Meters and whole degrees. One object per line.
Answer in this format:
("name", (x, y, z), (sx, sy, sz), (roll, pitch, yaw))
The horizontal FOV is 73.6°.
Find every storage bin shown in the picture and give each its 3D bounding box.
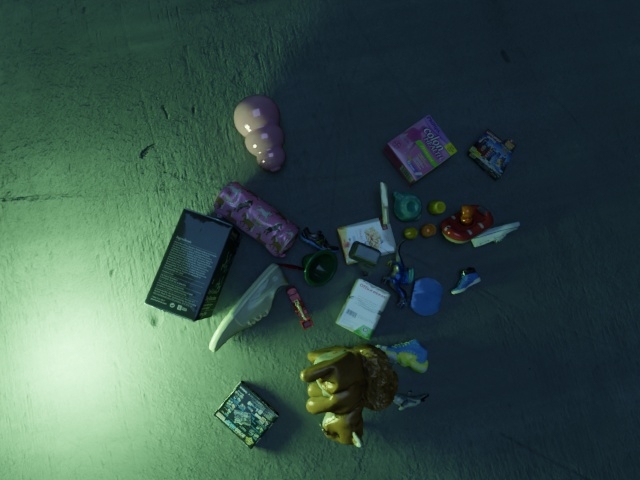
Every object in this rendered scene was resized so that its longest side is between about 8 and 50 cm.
("storage bin", (0.201, 0.053, 1.844), (0.135, 0.091, 0.098), (22, 86, -4))

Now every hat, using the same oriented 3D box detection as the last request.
("hat", (-0.056, 0.091, 1.906), (0.208, 0.183, 0.173), (19, 96, -43))

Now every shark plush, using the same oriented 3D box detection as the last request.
("shark plush", (0.390, 0.677, 1.840), (0.161, 0.073, 0.067), (-14, 53, 0))

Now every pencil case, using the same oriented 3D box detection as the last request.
("pencil case", (-0.273, -0.088, 1.856), (0.386, 0.160, 0.167), (35, 116, 1))

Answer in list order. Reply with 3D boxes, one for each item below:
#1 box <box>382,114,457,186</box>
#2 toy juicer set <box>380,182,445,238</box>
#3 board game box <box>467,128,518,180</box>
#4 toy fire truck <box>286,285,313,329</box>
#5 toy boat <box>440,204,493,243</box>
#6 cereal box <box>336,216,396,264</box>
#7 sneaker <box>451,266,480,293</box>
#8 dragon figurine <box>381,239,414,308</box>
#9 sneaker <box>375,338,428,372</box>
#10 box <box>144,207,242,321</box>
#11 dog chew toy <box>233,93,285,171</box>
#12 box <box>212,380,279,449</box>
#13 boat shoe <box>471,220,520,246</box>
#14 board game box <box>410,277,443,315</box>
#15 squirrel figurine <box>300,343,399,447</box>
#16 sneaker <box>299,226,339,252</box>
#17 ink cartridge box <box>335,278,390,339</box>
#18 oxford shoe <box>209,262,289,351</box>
("box", (0.450, -0.405, 1.948), (0.243, 0.117, 0.214), (-35, 85, -7))
("toy juicer set", (0.386, -0.117, 1.927), (0.329, 0.089, 0.209), (15, 91, -10))
("board game box", (0.814, -0.417, 1.995), (0.194, 0.060, 0.194), (42, 82, 3))
("toy fire truck", (-0.092, 0.282, 1.825), (0.047, 0.135, 0.192), (-26, 85, -6))
("toy boat", (0.640, -0.095, 1.881), (0.231, 0.151, 0.151), (-30, 46, -7))
("cereal box", (0.208, -0.001, 1.919), (0.240, 0.047, 0.173), (-15, 85, -4))
("sneaker", (0.634, 0.174, 1.910), (0.152, 0.058, 0.085), (-27, 90, -10))
("dragon figurine", (0.360, 0.149, 1.885), (0.144, 0.085, 0.289), (19, 86, -5))
("sneaker", (0.357, 0.477, 1.858), (0.240, 0.091, 0.126), (23, 64, 1))
("box", (-0.501, 0.106, 1.751), (0.212, 0.293, 0.396), (20, 83, 0))
("dog chew toy", (-0.251, -0.464, 1.889), (0.206, 0.206, 0.332), (-20, 91, -5))
("box", (-0.311, 0.731, 1.800), (0.220, 0.051, 0.175), (41, 83, 3))
("boat shoe", (0.793, -0.027, 1.943), (0.226, 0.083, 0.076), (-15, 94, 8))
("board game box", (0.470, 0.250, 1.909), (0.133, 0.033, 0.169), (12, 87, -6))
("squirrel figurine", (0.139, 0.625, 1.731), (0.397, 0.281, 0.371), (-15, 90, -2))
("sneaker", (0.000, 0.000, 1.900), (0.188, 0.067, 0.078), (28, 88, 4))
("ink cartridge box", (0.184, 0.295, 1.857), (0.160, 0.092, 0.219), (27, 82, 1))
("oxford shoe", (-0.295, 0.297, 1.805), (0.130, 0.169, 0.449), (40, 78, 1))
